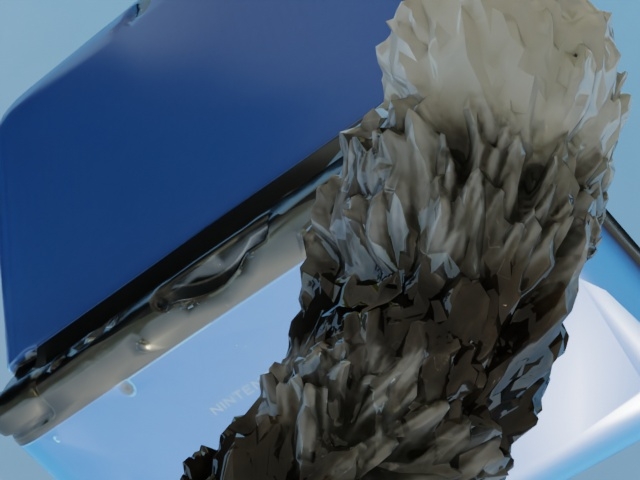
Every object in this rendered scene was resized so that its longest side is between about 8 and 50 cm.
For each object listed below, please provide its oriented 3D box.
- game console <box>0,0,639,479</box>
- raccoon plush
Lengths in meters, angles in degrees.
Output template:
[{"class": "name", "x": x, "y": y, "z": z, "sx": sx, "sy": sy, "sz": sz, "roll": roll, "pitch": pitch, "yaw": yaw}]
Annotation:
[{"class": "game console", "x": 0.000, "y": 0.000, "z": 0.882, "sx": 0.250, "sy": 0.293, "sz": 0.173, "roll": 47, "pitch": -148, "yaw": -16}, {"class": "raccoon plush", "x": 0.044, "y": 0.164, "z": 0.455, "sx": 0.299, "sy": 0.446, "sz": 0.216, "roll": 23, "pitch": -171, "yaw": 39}]
